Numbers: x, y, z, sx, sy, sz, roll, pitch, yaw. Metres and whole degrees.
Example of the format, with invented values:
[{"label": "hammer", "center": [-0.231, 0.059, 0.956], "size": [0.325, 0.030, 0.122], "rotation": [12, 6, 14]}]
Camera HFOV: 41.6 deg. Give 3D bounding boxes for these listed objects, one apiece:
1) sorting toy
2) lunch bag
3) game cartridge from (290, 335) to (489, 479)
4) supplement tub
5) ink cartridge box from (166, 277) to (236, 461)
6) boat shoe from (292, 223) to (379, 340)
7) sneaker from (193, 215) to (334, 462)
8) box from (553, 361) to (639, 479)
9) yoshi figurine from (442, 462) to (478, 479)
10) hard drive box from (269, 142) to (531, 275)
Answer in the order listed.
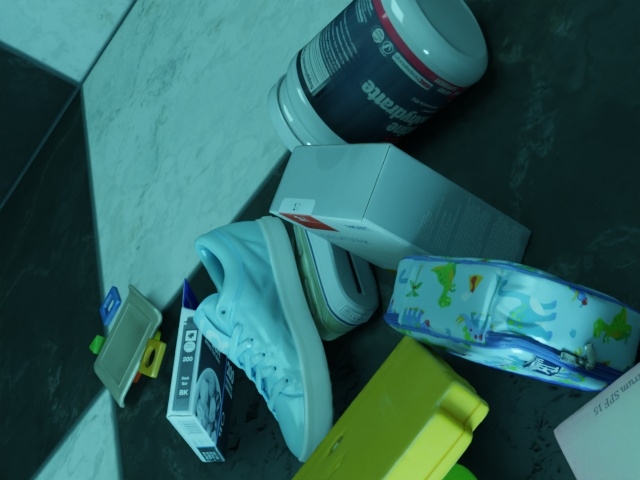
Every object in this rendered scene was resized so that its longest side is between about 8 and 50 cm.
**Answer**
[{"label": "sorting toy", "center": [-0.357, 0.200, 1.600], "size": [0.348, 0.047, 0.196], "rotation": [25, 93, 58]}, {"label": "lunch bag", "center": [0.184, 0.079, 0.814], "size": [0.219, 0.176, 0.090], "rotation": [5, 77, 57]}, {"label": "game cartridge", "center": [0.035, 0.230, 0.809], "size": [0.285, 0.053, 0.323], "rotation": [-52, 2, 1]}, {"label": "supplement tub", "center": [0.075, -0.230, 1.163], "size": [0.272, 0.191, 0.191], "rotation": [-36, 41, 36]}, {"label": "ink cartridge box", "center": [-0.166, 0.190, 1.219], "size": [0.045, 0.206, 0.208], "rotation": [-2, 59, 6]}, {"label": "boat shoe", "center": [0.000, 0.000, 1.188], "size": [0.094, 0.109, 0.302], "rotation": [-42, 41, 32]}, {"label": "sneaker", "center": [-0.088, 0.133, 1.118], "size": [0.135, 0.150, 0.365], "rotation": [100, 156, -50]}, {"label": "box", "center": [0.301, 0.203, 0.606], "size": [0.148, 0.127, 0.232], "rotation": [-47, 36, 23]}, {"label": "yoshi figurine", "center": [0.101, 0.346, 0.746], "size": [0.203, 0.203, 0.362], "rotation": [-29, 41, 19]}, {"label": "hard drive box", "center": [0.090, -0.023, 0.960], "size": [0.181, 0.232, 0.089], "rotation": [8, 74, 56]}]
